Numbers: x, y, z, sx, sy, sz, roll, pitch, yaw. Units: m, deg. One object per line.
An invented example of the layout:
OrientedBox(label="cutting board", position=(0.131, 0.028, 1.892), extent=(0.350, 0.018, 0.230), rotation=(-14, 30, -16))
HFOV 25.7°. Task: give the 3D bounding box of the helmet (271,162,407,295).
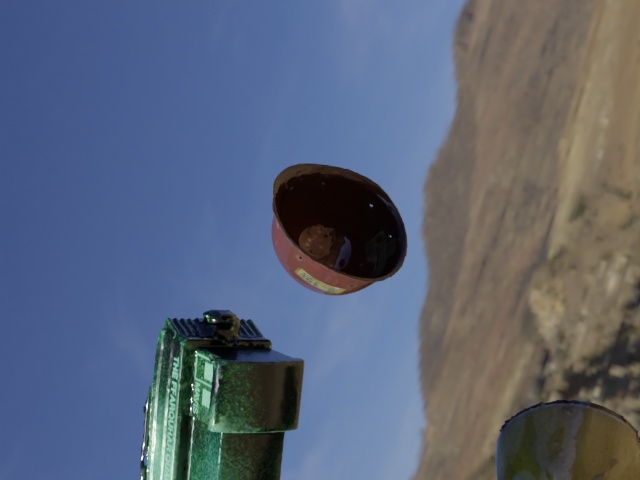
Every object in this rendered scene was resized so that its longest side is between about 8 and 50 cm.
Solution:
OrientedBox(label="helmet", position=(0.000, 0.000, 1.610), extent=(0.106, 0.175, 0.155), rotation=(-45, 31, 44))

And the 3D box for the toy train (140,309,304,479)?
OrientedBox(label="toy train", position=(-0.116, 0.248, 1.622), extent=(0.178, 0.138, 0.330), rotation=(12, 98, 60))

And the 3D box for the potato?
OrientedBox(label="potato", position=(0.276, 0.277, 1.555), extent=(0.202, 0.182, 0.117), rotation=(122, 171, -54))
